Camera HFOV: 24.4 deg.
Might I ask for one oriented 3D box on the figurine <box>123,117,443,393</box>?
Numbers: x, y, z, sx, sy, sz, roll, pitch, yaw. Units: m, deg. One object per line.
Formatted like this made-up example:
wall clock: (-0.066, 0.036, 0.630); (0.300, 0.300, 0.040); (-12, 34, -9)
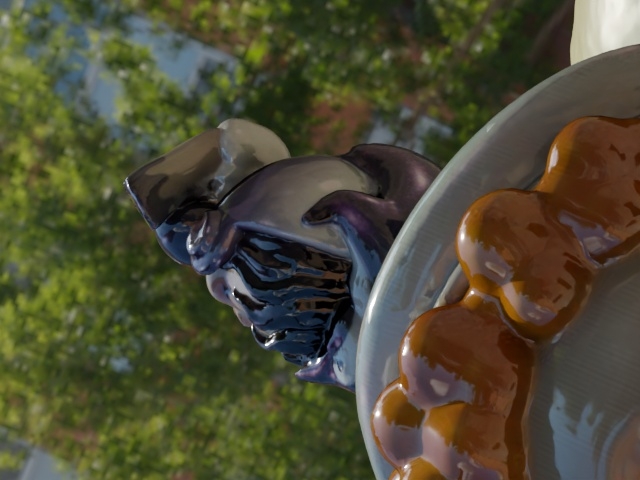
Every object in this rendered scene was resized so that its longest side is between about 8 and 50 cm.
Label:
figurine: (0.000, 0.000, 0.871); (0.145, 0.145, 0.222); (6, -159, -44)

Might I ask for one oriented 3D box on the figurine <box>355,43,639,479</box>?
figurine: (0.182, 0.100, 0.419); (0.382, 0.224, 0.205); (43, -171, 37)

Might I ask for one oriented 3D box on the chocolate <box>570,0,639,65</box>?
chocolate: (0.254, -0.126, 0.675); (0.314, 0.297, 0.326); (-7, -129, -25)
